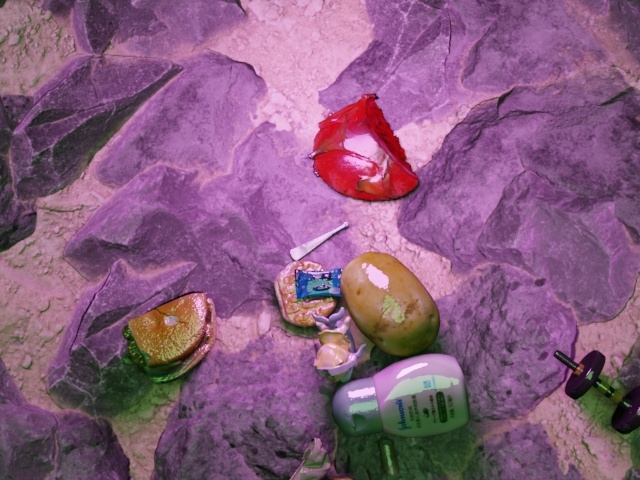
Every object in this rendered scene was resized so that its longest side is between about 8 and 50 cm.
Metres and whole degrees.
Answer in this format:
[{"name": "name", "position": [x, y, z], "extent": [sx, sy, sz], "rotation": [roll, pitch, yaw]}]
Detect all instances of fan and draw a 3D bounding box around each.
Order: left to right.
[{"name": "fan", "position": [0.000, 0.000, 1.868], "extent": [0.193, 0.016, 0.038], "rotation": [-30, 80, -2]}]

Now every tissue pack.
[{"name": "tissue pack", "position": [-0.002, 0.118, 1.791], "extent": [0.138, 0.028, 0.085], "rotation": [-4, 76, 4]}]

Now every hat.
[{"name": "hat", "position": [-0.035, 0.611, 1.678], "extent": [0.081, 0.122, 0.166], "rotation": [31, 59, 18]}]

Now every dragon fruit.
[{"name": "dragon fruit", "position": [0.109, -0.256, 1.880], "extent": [0.282, 0.100, 0.343], "rotation": [-28, 76, 2]}]

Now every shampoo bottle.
[{"name": "shampoo bottle", "position": [0.202, 0.418, 1.681], "extent": [0.349, 0.151, 0.222], "rotation": [-10, 108, 3]}]

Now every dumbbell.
[{"name": "dumbbell", "position": [0.745, 0.391, 1.660], "extent": [0.325, 0.143, 0.143], "rotation": [36, 82, 11]}]

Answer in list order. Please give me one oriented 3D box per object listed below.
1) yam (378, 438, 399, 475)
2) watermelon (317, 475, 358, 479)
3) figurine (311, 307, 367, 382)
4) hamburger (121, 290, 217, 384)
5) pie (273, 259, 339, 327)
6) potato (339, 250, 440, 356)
[{"name": "yam", "position": [0.182, 0.576, 1.712], "extent": [0.043, 0.043, 0.094], "rotation": [-9, 78, 2]}, {"name": "watermelon", "position": [0.039, 0.716, 1.583], "extent": [0.269, 0.269, 0.269], "rotation": [-1, 77, 4]}, {"name": "figurine", "position": [0.040, 0.284, 1.720], "extent": [0.128, 0.184, 0.208], "rotation": [-13, 103, 22]}, {"name": "hamburger", "position": [-0.404, 0.277, 1.756], "extent": [0.288, 0.167, 0.192], "rotation": [-24, 76, -2]}, {"name": "pie", "position": [-0.038, 0.149, 1.822], "extent": [0.195, 0.046, 0.195], "rotation": [-1, 78, 6]}, {"name": "potato", "position": [0.185, 0.169, 1.721], "extent": [0.216, 0.216, 0.304], "rotation": [-30, 80, -3]}]
